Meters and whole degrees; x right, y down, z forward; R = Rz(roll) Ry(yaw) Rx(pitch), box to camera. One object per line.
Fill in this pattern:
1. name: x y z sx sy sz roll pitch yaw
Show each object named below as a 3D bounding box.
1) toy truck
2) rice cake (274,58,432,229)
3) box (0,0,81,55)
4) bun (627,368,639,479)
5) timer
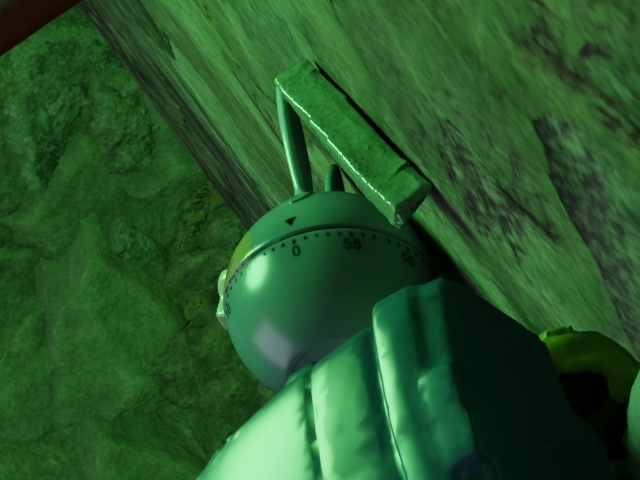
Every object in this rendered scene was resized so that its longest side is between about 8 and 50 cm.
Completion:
1. toy truck: 0.115 0.172 0.599 0.385 0.162 0.161 40 -156 -39
2. rice cake: 0.020 -0.065 1.075 0.171 0.033 0.029 51 171 44
3. box: -0.179 -0.203 0.313 0.349 0.318 0.257 56 177 -34
4. bun: 0.150 0.065 0.433 0.141 0.083 0.141 44 168 12
5. timer: -0.013 0.016 1.234 0.255 0.175 0.175 51 175 44
